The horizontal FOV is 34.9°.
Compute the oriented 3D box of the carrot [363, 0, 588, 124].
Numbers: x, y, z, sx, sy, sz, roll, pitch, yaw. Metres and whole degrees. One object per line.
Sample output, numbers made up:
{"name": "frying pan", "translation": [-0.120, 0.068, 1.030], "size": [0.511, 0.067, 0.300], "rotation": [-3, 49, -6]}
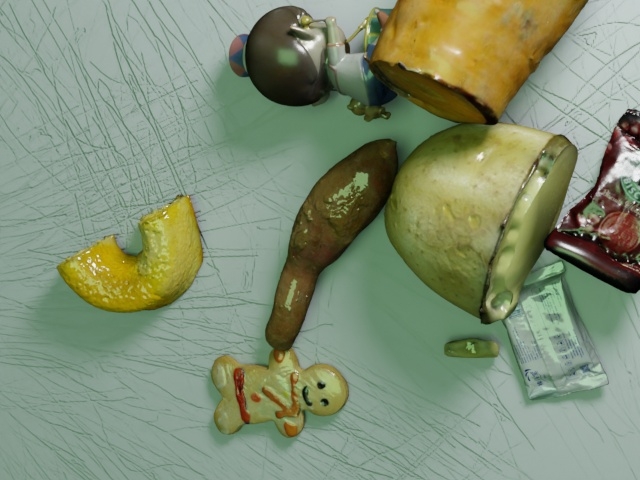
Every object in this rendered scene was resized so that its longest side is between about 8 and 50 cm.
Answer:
{"name": "carrot", "translation": [0.229, -0.325, 1.322], "size": [0.224, 0.224, 0.341], "rotation": [29, 87, 11]}

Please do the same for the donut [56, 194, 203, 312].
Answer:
{"name": "donut", "translation": [-0.293, 0.047, 1.650], "size": [0.259, 0.101, 0.152], "rotation": [-28, 96, 16]}

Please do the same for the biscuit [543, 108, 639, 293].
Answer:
{"name": "biscuit", "translation": [0.430, -0.051, 1.404], "size": [0.151, 0.063, 0.235], "rotation": [32, 91, 3]}

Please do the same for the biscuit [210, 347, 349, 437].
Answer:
{"name": "biscuit", "translation": [-0.069, 0.245, 1.644], "size": [0.234, 0.030, 0.153], "rotation": [-2, 101, 18]}

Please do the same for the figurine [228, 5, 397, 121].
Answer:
{"name": "figurine", "translation": [-0.008, -0.270, 1.476], "size": [0.275, 0.158, 0.161], "rotation": [8, 143, 15]}

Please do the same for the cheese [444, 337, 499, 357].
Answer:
{"name": "cheese", "translation": [0.227, 0.162, 1.528], "size": [0.083, 0.044, 0.030], "rotation": [-2, 83, 20]}

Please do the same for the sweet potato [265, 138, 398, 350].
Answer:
{"name": "sweet potato", "translation": [0.000, 0.000, 1.543], "size": [0.109, 0.109, 0.385], "rotation": [36, 113, 8]}

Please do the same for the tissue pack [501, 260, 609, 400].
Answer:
{"name": "tissue pack", "translation": [0.333, 0.139, 1.499], "size": [0.122, 0.026, 0.193], "rotation": [-21, 93, 20]}

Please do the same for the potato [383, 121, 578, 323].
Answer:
{"name": "potato", "translation": [0.205, -0.044, 1.416], "size": [0.242, 0.242, 0.285], "rotation": [20, 127, 13]}
